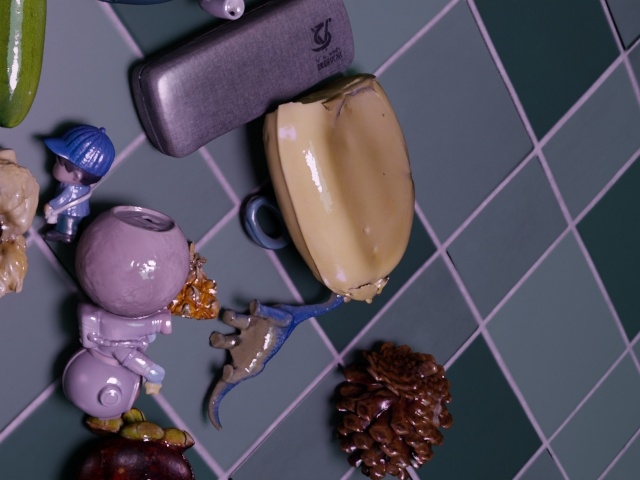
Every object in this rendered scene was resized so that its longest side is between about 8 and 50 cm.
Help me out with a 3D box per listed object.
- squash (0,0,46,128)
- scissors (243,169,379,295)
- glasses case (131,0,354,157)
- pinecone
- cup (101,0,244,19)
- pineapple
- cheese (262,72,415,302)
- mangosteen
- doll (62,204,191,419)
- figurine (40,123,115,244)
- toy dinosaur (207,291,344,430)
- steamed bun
[{"bbox_3d":[-0.356,-0.276,1.488,0.082,0.082,0.293,-1,102,-38],"label":"squash"},{"bbox_3d":[0.000,0.000,1.876,0.289,0.041,0.138,43,65,-35],"label":"scissors"},{"bbox_3d":[-0.097,-0.232,1.710,0.323,0.074,0.131,-32,122,-27],"label":"glasses case"},{"bbox_3d":[0.108,0.269,1.958,0.185,0.168,0.213,11,98,-31],"label":"pinecone"},{"bbox_3d":[-0.199,-0.356,1.529,0.299,0.173,0.168,37,81,-39],"label":"cup"},{"bbox_3d":[-0.182,0.059,1.746,0.077,0.114,0.114,74,31,-70],"label":"pineapple"},{"bbox_3d":[0.036,-0.066,1.795,0.259,0.128,0.316,-33,111,-46],"label":"cheese"},{"bbox_3d":[-0.244,0.311,1.712,0.166,0.166,0.180,13,70,-40],"label":"mangosteen"},{"bbox_3d":[-0.256,0.101,1.633,0.150,0.151,0.287,1,115,-38],"label":"doll"},{"bbox_3d":[-0.305,-0.070,1.596,0.086,0.087,0.149,-28,128,-73],"label":"figurine"},{"bbox_3d":[-0.067,0.159,1.852,0.188,0.075,0.248,15,96,-42],"label":"toy dinosaur"},{"bbox_3d":[-0.416,-0.020,1.500,0.192,0.106,0.178,1,101,-37],"label":"steamed bun"}]
